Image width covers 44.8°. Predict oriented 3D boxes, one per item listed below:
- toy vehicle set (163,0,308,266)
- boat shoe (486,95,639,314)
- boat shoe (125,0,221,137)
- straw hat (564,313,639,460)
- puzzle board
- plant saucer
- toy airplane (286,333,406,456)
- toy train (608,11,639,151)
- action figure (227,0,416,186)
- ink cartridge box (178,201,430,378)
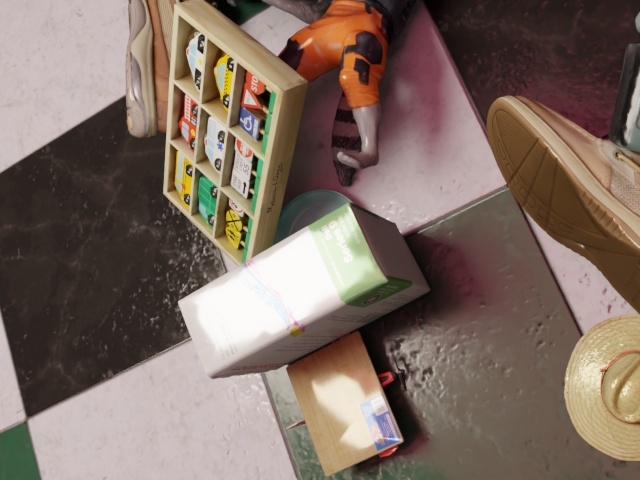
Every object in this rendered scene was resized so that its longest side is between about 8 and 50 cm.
[{"bbox_3d":[-0.104,-0.105,0.854,0.166,0.035,0.267,41,140,24],"label":"toy vehicle set"},{"bbox_3d":[0.286,-0.040,0.755,0.098,0.109,0.302,-32,65,-17],"label":"boat shoe"},{"bbox_3d":[-0.187,-0.274,0.993,0.116,0.123,0.325,0,70,-11],"label":"boat shoe"},{"bbox_3d":[0.299,0.140,0.735,0.144,0.061,0.145,-4,80,23],"label":"straw hat"},{"bbox_3d":[0.025,0.176,0.841,0.096,0.011,0.128,-29,68,15],"label":"puzzle board"},{"bbox_3d":[0.000,0.000,0.906,0.119,0.021,0.119,-3,81,22],"label":"plant saucer"},{"bbox_3d":[0.030,0.179,0.860,0.151,0.028,0.151,-7,73,25],"label":"toy airplane"},{"bbox_3d":[0.361,-0.197,0.632,0.190,0.142,0.334,16,109,26],"label":"toy train"},{"bbox_3d":[0.011,-0.249,0.903,0.341,0.178,0.330,15,80,54],"label":"action figure"},{"bbox_3d":[-0.014,0.058,0.807,0.212,0.154,0.093,-31,73,17],"label":"ink cartridge box"}]
